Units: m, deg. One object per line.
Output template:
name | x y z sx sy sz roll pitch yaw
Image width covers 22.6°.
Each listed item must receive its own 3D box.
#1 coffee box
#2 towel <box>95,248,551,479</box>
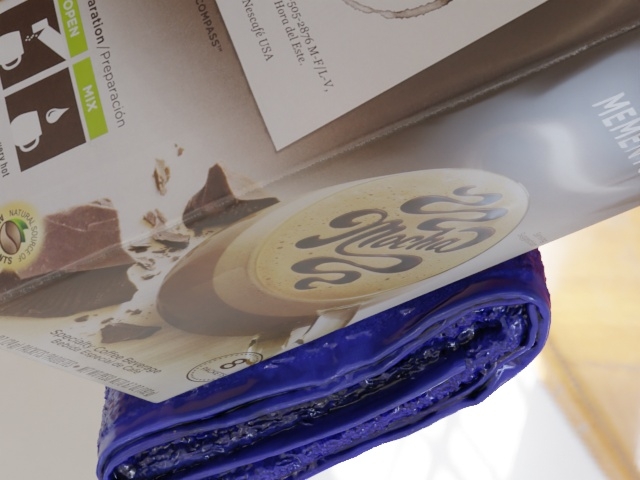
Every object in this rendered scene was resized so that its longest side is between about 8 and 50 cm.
coffee box | 0.012 -0.053 0.611 0.297 0.119 0.168 -23 157 16
towel | 0.000 0.000 0.841 0.227 0.308 0.076 -22 123 12
